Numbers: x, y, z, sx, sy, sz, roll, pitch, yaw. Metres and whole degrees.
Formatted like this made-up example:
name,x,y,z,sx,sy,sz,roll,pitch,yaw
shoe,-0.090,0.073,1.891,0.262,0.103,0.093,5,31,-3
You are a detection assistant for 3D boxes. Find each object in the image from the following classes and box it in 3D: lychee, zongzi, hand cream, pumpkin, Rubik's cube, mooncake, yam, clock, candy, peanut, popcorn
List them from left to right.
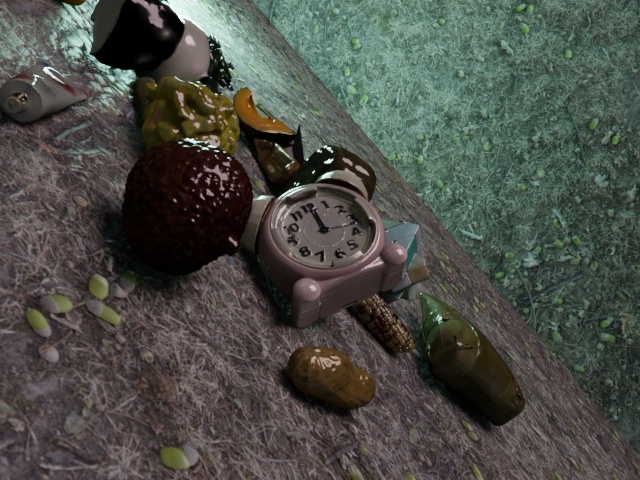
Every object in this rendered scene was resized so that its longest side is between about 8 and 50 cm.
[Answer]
name,x,y,z,sx,sy,sz,roll,pitch,yaw
hand cream,-0.557,-0.305,1.283,0.124,0.078,0.341,39,16,-18
yam,-0.436,-0.350,1.621,0.068,0.068,0.169,29,26,-41
lychee,-0.245,-0.062,1.165,0.260,0.260,0.261,40,20,-18
popcorn,-0.303,-0.272,1.485,0.259,0.259,0.212,36,-20,-28
pumpkin,-0.216,-0.364,2.083,0.254,0.130,0.149,45,48,9
candy,-0.130,-0.238,1.988,0.143,0.101,0.271,42,7,-42
clock,0.000,0.000,1.497,0.342,0.184,0.326,-19,61,-25
mooncake,0.014,-0.128,1.783,0.161,0.290,0.290,35,22,-23
peanut,0.028,0.277,1.280,0.226,0.108,0.095,35,17,-35
Rubik's cube,0.198,0.071,1.829,0.224,0.265,0.213,-55,144,-40
zongzi,0.448,0.349,1.936,0.356,0.174,0.393,45,13,-17

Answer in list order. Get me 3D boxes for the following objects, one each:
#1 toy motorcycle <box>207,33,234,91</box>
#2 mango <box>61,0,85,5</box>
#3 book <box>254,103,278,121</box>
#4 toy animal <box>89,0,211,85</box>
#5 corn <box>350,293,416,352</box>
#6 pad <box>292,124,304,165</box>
name,x,y,z,sx,sy,sz,roll,pitch,yaw
toy motorcycle,-0.385,-0.630,2.212,0.187,0.124,0.275,42,15,-42
mango,-0.716,-0.715,1.733,0.178,0.090,0.115,34,29,-11
book,-0.188,-0.412,2.316,0.201,0.026,0.289,44,19,-6
toy animal,-0.439,-0.528,1.712,0.310,0.251,0.251,16,34,-43
corn,0.157,0.206,1.725,0.253,0.086,0.086,48,19,0
pad,-0.071,-0.274,2.076,0.193,0.004,0.116,84,15,-53
